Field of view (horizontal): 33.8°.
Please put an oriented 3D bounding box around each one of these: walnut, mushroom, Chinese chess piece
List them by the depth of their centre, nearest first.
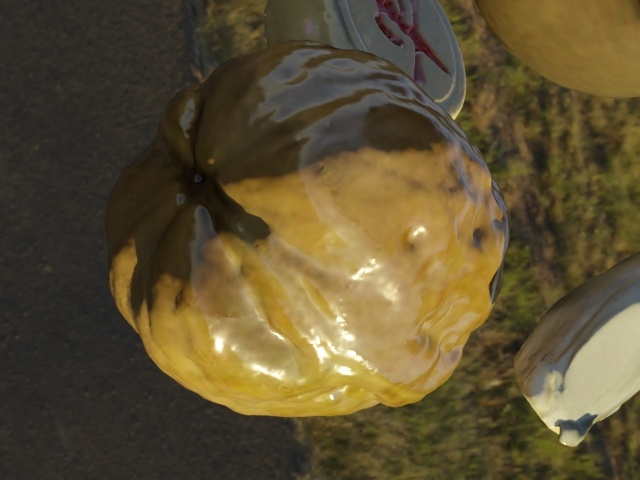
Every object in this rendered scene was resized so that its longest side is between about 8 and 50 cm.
[{"bbox_3d":[0.002,0.002,0.869,0.344,0.306,0.306,18,61,-59],"label":"walnut"},{"bbox_3d":[0.288,0.042,0.876,0.351,0.109,0.097,-33,82,-23],"label":"mushroom"},{"bbox_3d":[0.054,-0.209,1.146,0.251,0.097,0.251,28,48,-37],"label":"Chinese chess piece"}]

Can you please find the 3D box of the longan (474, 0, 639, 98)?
[{"bbox_3d":[0.217,-0.242,0.735,0.300,0.243,0.300,-9,90,-86],"label":"longan"}]
